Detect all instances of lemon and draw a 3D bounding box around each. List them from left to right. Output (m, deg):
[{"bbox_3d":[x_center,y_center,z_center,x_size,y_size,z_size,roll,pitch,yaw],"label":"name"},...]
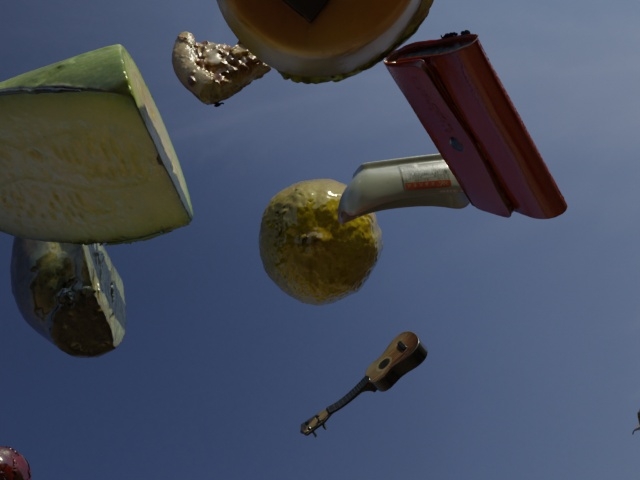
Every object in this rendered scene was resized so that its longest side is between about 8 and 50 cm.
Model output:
[{"bbox_3d":[0.000,0.000,1.323,0.322,0.268,0.269,-23,-46,-77],"label":"lemon"}]

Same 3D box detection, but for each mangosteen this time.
[{"bbox_3d":[-0.685,0.489,1.275,0.166,0.180,0.166,-31,-42,-33],"label":"mangosteen"}]

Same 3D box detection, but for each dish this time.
[{"bbox_3d":[0.130,-0.080,0.918,0.212,0.151,0.077,-7,-94,-5],"label":"dish"}]

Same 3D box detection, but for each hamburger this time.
[{"bbox_3d":[0.001,-0.348,0.809,0.299,0.176,0.301,1,-81,4],"label":"hamburger"}]

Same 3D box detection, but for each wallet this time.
[{"bbox_3d":[0.156,-0.111,0.639,0.045,0.142,0.204,-43,-65,-11],"label":"wallet"}]

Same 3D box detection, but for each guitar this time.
[{"bbox_3d":[0.077,0.266,1.122,0.271,0.084,0.038,-39,-75,-6],"label":"guitar"}]

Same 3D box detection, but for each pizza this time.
[{"bbox_3d":[-0.160,-0.284,1.012,0.161,0.182,0.063,0,-48,-10],"label":"pizza"}]

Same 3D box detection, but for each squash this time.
[{"bbox_3d":[-0.351,-0.095,0.787,0.308,0.210,0.234,-21,-48,-5],"label":"squash"}]

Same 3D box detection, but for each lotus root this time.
[{"bbox_3d":[-0.441,0.095,1.099,0.149,0.260,0.267,-19,-43,-7],"label":"lotus root"}]

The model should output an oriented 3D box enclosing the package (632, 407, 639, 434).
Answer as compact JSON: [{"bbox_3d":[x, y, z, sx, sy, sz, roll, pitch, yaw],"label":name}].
[{"bbox_3d":[0.566,0.179,0.919,0.204,0.062,0.251,-39,-26,-25],"label":"package"}]
